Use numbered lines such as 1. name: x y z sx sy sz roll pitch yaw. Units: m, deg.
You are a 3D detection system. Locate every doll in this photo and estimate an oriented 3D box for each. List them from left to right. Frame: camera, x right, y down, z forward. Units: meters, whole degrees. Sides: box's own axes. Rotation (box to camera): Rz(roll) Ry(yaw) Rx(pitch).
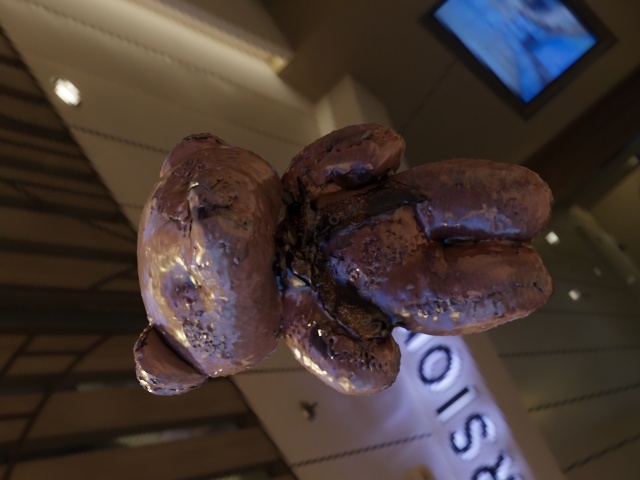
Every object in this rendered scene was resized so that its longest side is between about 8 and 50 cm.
1. doll: 0.000 0.000 0.790 0.156 0.303 0.201 36 -128 -61
